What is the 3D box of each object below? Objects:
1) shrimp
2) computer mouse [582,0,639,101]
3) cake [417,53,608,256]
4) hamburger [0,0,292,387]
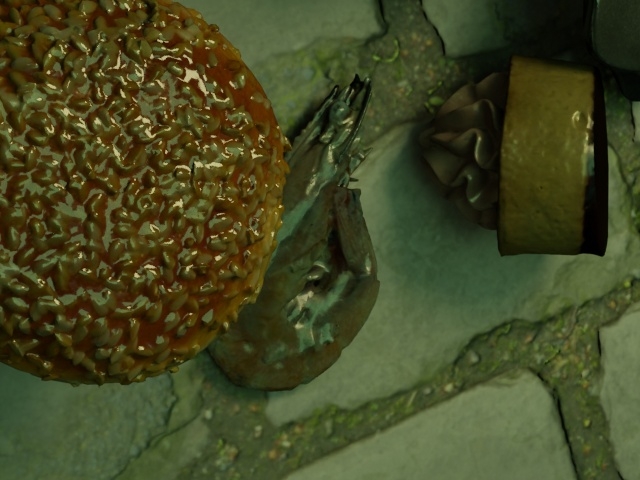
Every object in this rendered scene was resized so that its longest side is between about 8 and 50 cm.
[{"bbox_3d":[0.000,0.000,1.475,0.164,0.062,0.317,24,91,-30],"label":"shrimp"},{"bbox_3d":[0.308,-0.226,1.472,0.379,0.090,0.167,4,89,-63],"label":"computer mouse"},{"bbox_3d":[0.184,-0.073,1.496,0.178,0.185,0.207,-4,125,16],"label":"cake"},{"bbox_3d":[-0.198,-0.051,1.258,0.330,0.250,0.330,-7,106,-25],"label":"hamburger"}]
